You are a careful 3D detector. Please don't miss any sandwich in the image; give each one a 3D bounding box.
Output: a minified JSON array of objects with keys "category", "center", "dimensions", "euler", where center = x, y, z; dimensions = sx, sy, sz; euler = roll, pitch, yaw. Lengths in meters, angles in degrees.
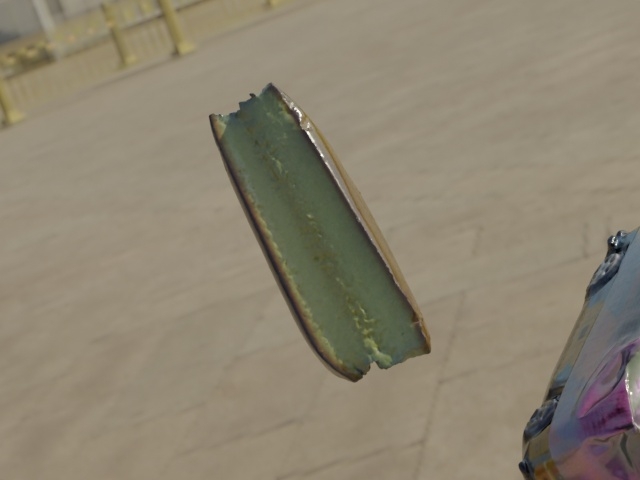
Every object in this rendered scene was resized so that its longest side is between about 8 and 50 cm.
[{"category":"sandwich","center":[0.000,0.000,1.280],"dimensions":[0.094,0.258,0.096],"euler":[-27,-16,2]}]

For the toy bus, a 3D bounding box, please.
[{"category":"toy bus","center":[0.340,0.123,1.580],"dimensions":[0.162,0.171,0.386],"euler":[-48,7,48]}]
